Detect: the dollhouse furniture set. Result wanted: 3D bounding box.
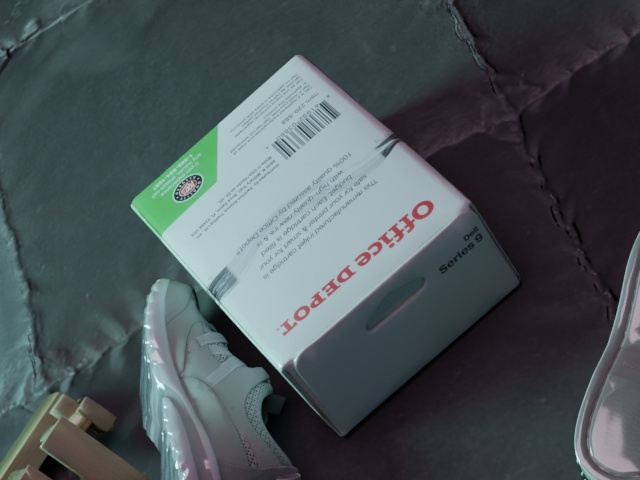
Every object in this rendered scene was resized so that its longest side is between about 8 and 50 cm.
[{"bbox_3d":[-0.213,0.222,1.726,0.144,0.123,0.151,-57,12,-19],"label":"dollhouse furniture set"}]

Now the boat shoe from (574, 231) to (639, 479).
[{"bbox_3d":[0.273,0.072,1.492,0.114,0.091,0.302,25,67,22],"label":"boat shoe"}]

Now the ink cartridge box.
[{"bbox_3d":[0.000,0.000,1.704,0.211,0.121,0.289,-41,44,-3],"label":"ink cartridge box"}]

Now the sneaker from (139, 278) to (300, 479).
[{"bbox_3d":[-0.091,0.138,1.692,0.115,0.105,0.281,-4,39,-13],"label":"sneaker"}]
